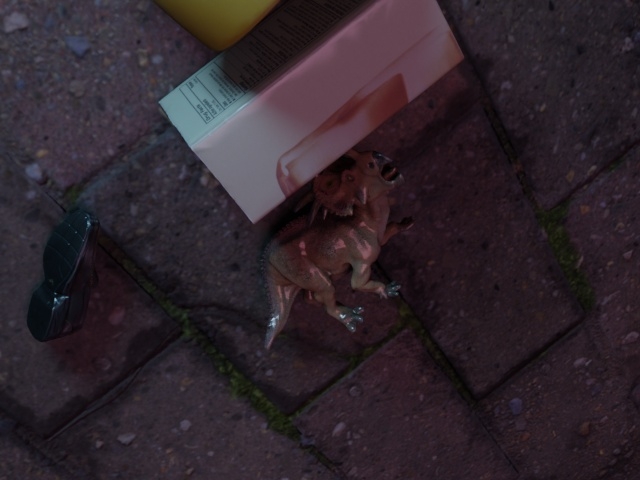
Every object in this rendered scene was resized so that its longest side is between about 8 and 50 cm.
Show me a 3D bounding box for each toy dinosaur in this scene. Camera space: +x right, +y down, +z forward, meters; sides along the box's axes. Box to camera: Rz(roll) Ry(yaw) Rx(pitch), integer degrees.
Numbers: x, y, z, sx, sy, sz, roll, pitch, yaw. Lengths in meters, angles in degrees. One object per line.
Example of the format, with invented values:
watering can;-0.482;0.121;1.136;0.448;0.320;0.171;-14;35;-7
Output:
toy dinosaur;0.000;0.000;1.063;0.296;0.127;0.200;-40;121;16

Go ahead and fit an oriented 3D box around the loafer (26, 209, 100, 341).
loafer;-0.289;0.040;0.985;0.061;0.062;0.170;0;124;-51

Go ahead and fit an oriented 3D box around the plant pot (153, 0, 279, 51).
plant pot;-0.107;-0.340;0.740;0.239;0.254;0.254;37;98;-22

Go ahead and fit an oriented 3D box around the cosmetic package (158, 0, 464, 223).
cosmetic package;-0.012;-0.176;0.928;0.296;0.153;0.129;-37;127;0
